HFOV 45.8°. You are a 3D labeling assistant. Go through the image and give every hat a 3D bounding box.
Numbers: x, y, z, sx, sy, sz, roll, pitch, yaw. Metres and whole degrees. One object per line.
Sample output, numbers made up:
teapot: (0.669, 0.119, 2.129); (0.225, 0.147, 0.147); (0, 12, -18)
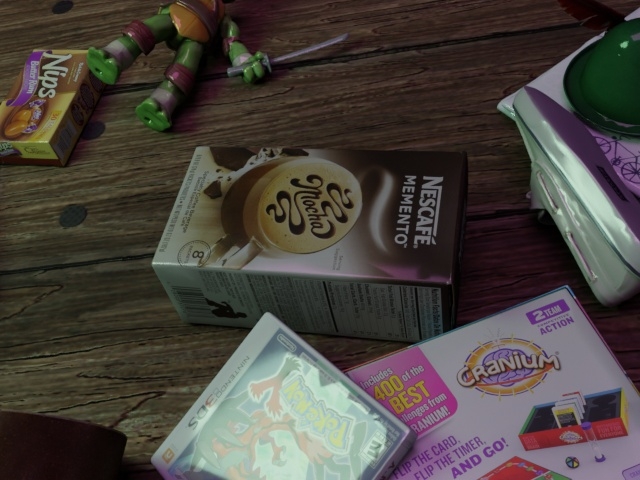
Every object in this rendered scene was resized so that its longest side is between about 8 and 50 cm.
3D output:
hat: (0.351, -0.232, 0.814); (0.208, 0.184, 0.173); (-31, 53, -12)

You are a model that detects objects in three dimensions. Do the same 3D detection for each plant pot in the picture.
plant pot: (-0.283, 0.268, 0.614); (0.215, 0.215, 0.231); (-1, 67, 11)

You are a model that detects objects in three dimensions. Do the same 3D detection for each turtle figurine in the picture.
turtle figurine: (-0.157, -0.288, 0.999); (0.274, 0.198, 0.266); (22, 64, 29)

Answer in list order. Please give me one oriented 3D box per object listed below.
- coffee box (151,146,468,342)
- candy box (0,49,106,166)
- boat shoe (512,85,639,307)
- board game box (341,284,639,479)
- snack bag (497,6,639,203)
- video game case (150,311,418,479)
coffee box: (0.000, 0.000, 0.794); (0.296, 0.119, 0.168); (3, 53, 14)
candy box: (-0.379, -0.188, 1.057); (0.109, 0.053, 0.187); (4, 55, 14)
boat shoe: (0.264, -0.052, 0.802); (0.096, 0.088, 0.268); (6, 47, -41)
board game box: (0.177, 0.213, 0.632); (0.242, 0.064, 0.317); (-20, 52, -4)
snack bag: (0.441, -0.168, 0.886); (0.342, 0.037, 0.323); (-34, 54, -15)
video game case: (-0.041, 0.185, 0.674); (0.201, 0.023, 0.183); (34, 83, 39)
